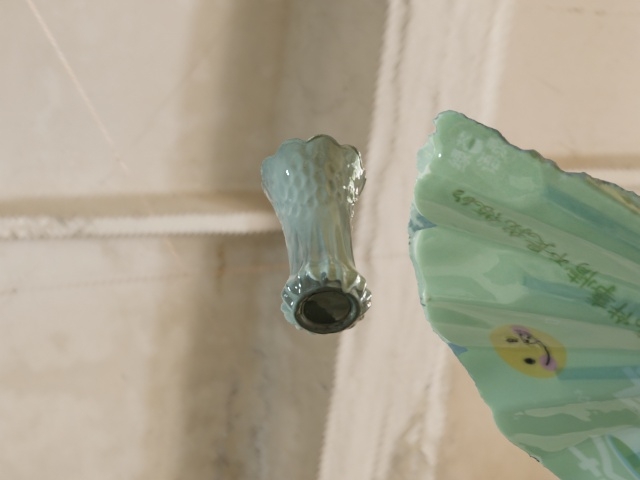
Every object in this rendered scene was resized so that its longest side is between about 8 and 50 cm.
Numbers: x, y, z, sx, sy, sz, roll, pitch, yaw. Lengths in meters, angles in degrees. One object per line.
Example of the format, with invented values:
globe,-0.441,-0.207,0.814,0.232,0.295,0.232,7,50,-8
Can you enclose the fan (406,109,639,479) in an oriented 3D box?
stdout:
fan,0.111,0.052,0.445,0.240,0.131,0.009,38,-129,-10

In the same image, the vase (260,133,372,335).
vase,0.000,0.000,1.139,0.081,0.149,0.081,-3,-49,-3
